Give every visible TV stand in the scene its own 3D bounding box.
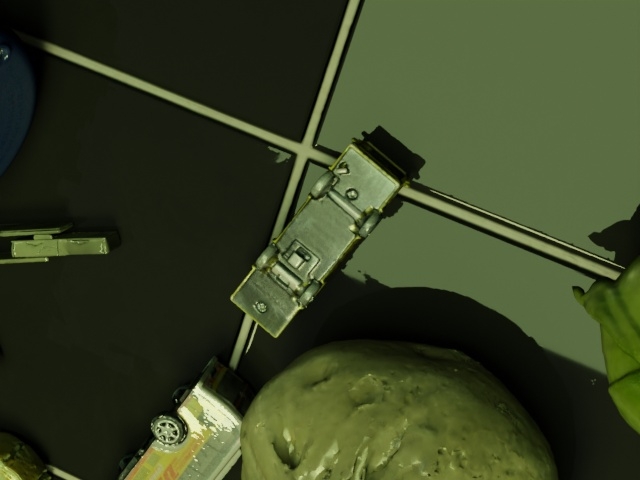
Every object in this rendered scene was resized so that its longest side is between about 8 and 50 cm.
[{"bbox_3d":[-0.354,0.004,1.350,0.249,0.036,0.042,-2,101,18],"label":"TV stand"}]

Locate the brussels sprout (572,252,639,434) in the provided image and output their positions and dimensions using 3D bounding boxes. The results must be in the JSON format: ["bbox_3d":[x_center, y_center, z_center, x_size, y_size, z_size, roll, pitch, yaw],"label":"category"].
[{"bbox_3d":[0.382,0.081,1.042,0.259,0.227,0.294,-25,129,31],"label":"brussels sprout"}]

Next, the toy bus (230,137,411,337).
[{"bbox_3d":[0.000,0.000,1.221,0.081,0.074,0.226,39,111,6],"label":"toy bus"}]

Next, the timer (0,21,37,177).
[{"bbox_3d":[-0.531,-0.211,1.268,0.383,0.270,0.270,38,111,22],"label":"timer"}]

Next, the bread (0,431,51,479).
[{"bbox_3d":[-0.407,0.312,1.426,0.156,0.064,0.117,-42,84,22],"label":"bread"}]

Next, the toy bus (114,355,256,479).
[{"bbox_3d":[-0.172,0.262,1.331,0.106,0.092,0.268,36,110,-3],"label":"toy bus"}]

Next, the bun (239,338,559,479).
[{"bbox_3d":[0.083,0.274,1.183,0.326,0.234,0.362,-21,103,15],"label":"bun"}]
